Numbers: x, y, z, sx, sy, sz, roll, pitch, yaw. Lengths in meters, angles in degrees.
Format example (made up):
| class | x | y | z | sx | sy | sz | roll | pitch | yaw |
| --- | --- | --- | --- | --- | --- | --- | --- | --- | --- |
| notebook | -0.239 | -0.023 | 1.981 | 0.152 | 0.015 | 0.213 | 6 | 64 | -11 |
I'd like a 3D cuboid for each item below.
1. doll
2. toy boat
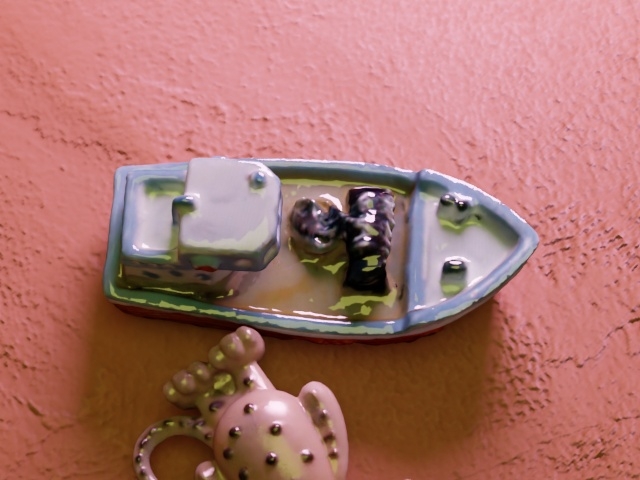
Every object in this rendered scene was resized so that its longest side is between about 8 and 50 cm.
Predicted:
| class | x | y | z | sx | sy | sz | roll | pitch | yaw |
| --- | --- | --- | --- | --- | --- | --- | --- | --- | --- |
| doll | -0.015 | 0.195 | 1.199 | 0.154 | 0.119 | 0.278 | -45 | 70 | -1 |
| toy boat | 0.000 | 0.000 | 1.257 | 0.332 | 0.133 | 0.145 | 4 | 69 | 0 |
